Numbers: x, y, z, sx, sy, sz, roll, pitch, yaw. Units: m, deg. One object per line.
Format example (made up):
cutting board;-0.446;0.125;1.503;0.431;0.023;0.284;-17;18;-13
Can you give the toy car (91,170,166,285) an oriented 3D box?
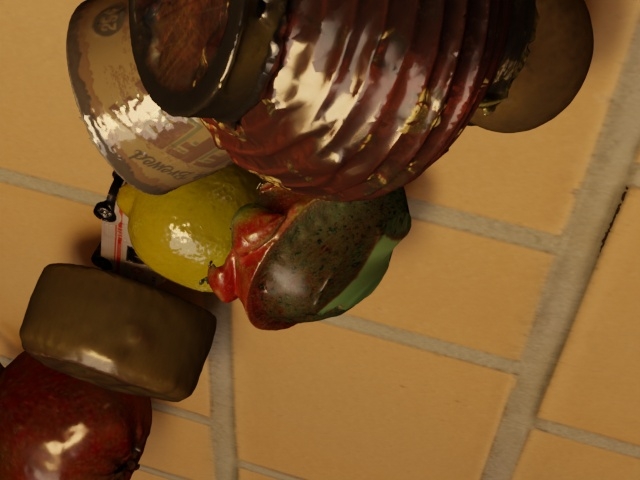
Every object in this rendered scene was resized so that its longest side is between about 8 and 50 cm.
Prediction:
toy car;-0.260;-0.019;1.506;0.108;0.089;0.209;20;144;2

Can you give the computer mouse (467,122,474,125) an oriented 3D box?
computer mouse;0.147;-0.173;1.162;0.172;0.057;0.099;12;140;-6

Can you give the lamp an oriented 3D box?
lamp;0.014;-0.140;0.623;0.247;0.247;0.247;13;141;11

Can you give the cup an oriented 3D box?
cup;-0.088;-0.177;1.167;0.257;0.227;0.301;-14;162;20

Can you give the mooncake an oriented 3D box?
mooncake;-0.305;0.144;1.588;0.284;0.155;0.284;17;167;4

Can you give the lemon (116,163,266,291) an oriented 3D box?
lemon;-0.141;-0.025;1.370;0.248;0.184;0.184;23;142;-15

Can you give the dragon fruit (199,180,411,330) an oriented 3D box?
dragon fruit;0.000;0.000;1.267;0.130;0.295;0.268;35;118;24

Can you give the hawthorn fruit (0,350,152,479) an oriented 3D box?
hawthorn fruit;-0.460;0.334;1.858;0.325;0.308;0.308;6;140;3

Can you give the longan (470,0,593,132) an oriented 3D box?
longan;0.179;-0.198;1.033;0.167;0.167;0.187;-3;134;28
